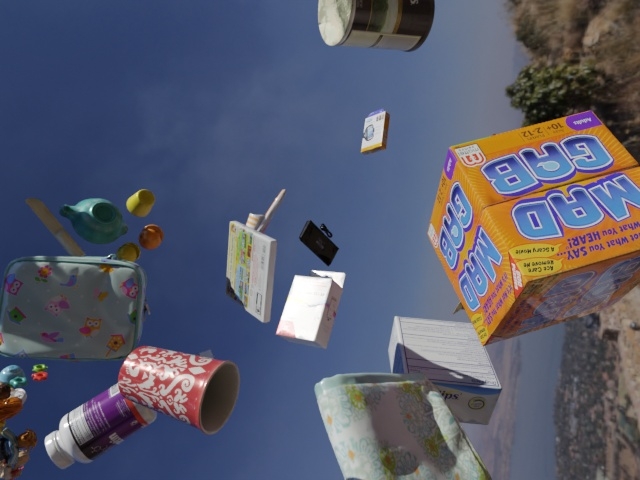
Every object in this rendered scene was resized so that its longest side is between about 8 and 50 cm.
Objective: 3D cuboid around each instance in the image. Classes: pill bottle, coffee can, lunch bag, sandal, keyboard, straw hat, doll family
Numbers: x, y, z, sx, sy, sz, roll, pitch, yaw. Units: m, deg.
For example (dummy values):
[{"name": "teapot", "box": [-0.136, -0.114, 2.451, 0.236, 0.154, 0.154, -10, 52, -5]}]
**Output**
[{"name": "pill bottle", "box": [-0.739, 0.620, 1.588, 0.323, 0.181, 0.181, -31, -43, -17]}, {"name": "coffee can", "box": [0.159, -0.661, 1.355, 0.275, 0.201, 0.201, -8, -71, -26]}, {"name": "lunch bag", "box": [-0.506, 0.136, 0.983, 0.108, 0.279, 0.224, 153, 121, -75]}, {"name": "sandal", "box": [-0.224, -0.093, 1.766, 0.265, 0.076, 0.102, -57, -1, -2]}, {"name": "keyboard", "box": [0.000, 0.000, 1.613, 0.180, 0.023, 0.108, 45, -114, -39]}, {"name": "straw hat", "box": [0.514, 0.217, 1.603, 0.144, 0.061, 0.144, -46, -23, -26]}, {"name": "doll family", "box": [-0.751, 0.453, 1.072, 0.163, 0.118, 0.263, -15, -84, -31]}]

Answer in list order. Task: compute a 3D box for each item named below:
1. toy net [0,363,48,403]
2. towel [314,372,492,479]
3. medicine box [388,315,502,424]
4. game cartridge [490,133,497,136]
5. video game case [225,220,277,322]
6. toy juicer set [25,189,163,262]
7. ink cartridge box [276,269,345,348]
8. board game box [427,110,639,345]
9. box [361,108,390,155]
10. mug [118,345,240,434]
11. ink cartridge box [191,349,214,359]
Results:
[{"name": "toy net", "box": [-0.801, 0.396, 1.242, 0.122, 0.232, 0.045, 11, -81, -27]}, {"name": "towel", "box": [0.185, 0.440, 1.007, 0.374, 0.320, 0.090, 11, -52, -37]}, {"name": "medicine box", "box": [0.352, 0.376, 1.392, 0.289, 0.263, 0.149, -84, 0, -62]}, {"name": "game cartridge", "box": [0.597, -0.147, 1.511, 0.068, 0.355, 0.230, -42, -2, -33]}, {"name": "video game case", "box": [-0.193, 0.080, 1.271, 0.026, 0.206, 0.227, -7, -69, -40]}, {"name": "toy juicer set", "box": [-0.576, -0.022, 1.240, 0.329, 0.089, 0.209, -13, -104, -47]}, {"name": "ink cartridge box", "box": [-0.020, 0.155, 1.154, 0.067, 0.115, 0.198, 47, -127, -50]}, {"name": "board game box", "box": [0.508, -0.019, 1.107, 0.356, 0.356, 0.356, 84, 169, -58]}, {"name": "box", "box": [0.169, -0.333, 1.429, 0.028, 0.081, 0.136, 26, -114, -39]}, {"name": "mug", "box": [-0.235, 0.254, 0.771, 0.113, 0.169, 0.150, -28, -56, -65]}, {"name": "ink cartridge box", "box": [-0.346, 0.294, 1.097, 0.225, 0.181, 0.056, -168, 67, -69]}]
